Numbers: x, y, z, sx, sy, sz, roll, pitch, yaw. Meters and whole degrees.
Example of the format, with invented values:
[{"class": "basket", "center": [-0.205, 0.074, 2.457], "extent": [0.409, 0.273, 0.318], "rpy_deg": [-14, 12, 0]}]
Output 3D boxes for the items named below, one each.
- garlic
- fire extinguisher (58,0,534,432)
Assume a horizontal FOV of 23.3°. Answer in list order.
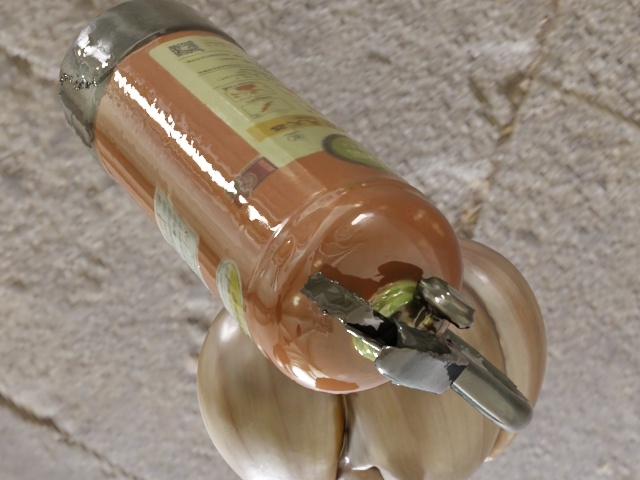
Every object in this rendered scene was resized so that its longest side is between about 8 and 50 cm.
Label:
[{"class": "garlic", "center": [0.043, 0.082, 0.985], "extent": [0.160, 0.214, 0.191], "rpy_deg": [-20, 92, 35]}, {"class": "fire extinguisher", "center": [0.003, -0.010, 0.851], "extent": [0.376, 0.200, 0.113], "rpy_deg": [45, 117, 49]}]
